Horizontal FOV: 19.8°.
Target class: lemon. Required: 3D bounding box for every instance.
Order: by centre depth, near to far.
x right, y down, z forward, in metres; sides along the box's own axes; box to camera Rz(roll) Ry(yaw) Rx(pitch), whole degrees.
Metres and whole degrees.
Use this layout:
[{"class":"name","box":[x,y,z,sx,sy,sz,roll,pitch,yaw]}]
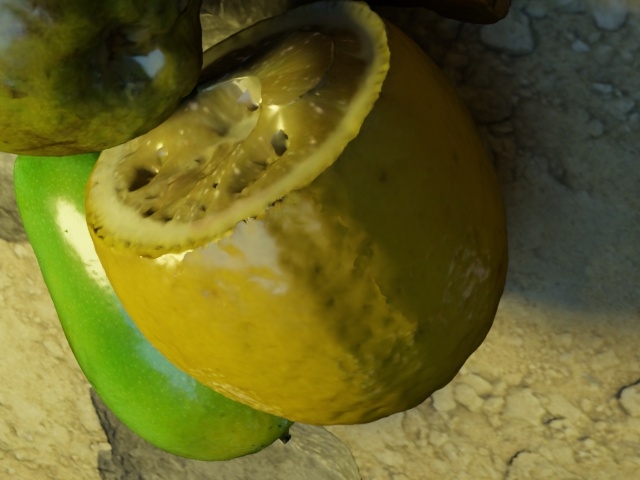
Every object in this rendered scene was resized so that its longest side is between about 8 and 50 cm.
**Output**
[{"class":"lemon","box":[0.000,0.000,1.570,0.364,0.364,0.364,14,132,16]}]

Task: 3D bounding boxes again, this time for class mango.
[{"class":"mango","box":[-0.162,0.054,1.786,0.382,0.201,0.225,52,155,-17]}]

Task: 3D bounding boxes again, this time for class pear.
[{"class":"pear","box":[-0.272,-0.249,1.488,0.413,0.352,0.352,39,140,27]}]

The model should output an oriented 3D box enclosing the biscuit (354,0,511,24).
[{"class":"biscuit","box":[0.041,-0.241,1.466,0.290,0.041,0.208,21,169,-35]}]
